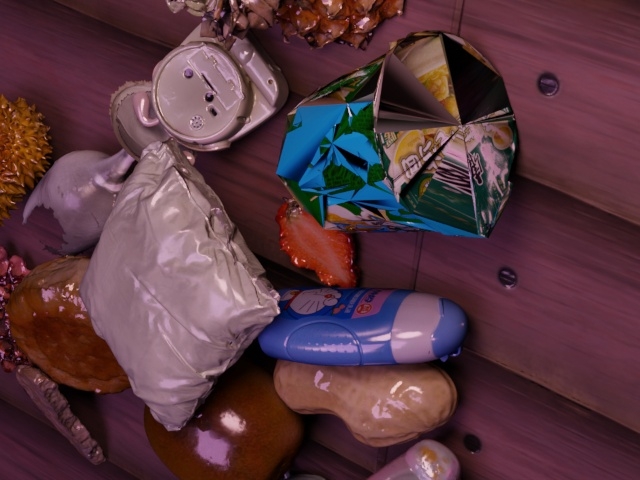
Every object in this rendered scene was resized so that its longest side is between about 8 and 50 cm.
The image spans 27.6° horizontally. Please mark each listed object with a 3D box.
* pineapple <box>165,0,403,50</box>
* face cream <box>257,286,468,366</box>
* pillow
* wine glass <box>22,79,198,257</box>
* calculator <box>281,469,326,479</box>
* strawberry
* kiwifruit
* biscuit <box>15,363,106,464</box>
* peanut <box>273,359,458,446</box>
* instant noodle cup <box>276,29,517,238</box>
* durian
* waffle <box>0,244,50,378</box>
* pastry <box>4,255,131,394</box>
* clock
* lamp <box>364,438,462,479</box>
[{"bbox_3d":[-0.060,-0.309,1.456,0.262,0.272,0.262,16,118,33],"label":"pineapple"},{"bbox_3d":[0.056,0.108,1.626,0.264,0.149,0.083,0,116,26],"label":"face cream"},{"bbox_3d":[-0.190,0.071,1.677,0.283,0.138,0.310,52,130,23],"label":"pillow"},{"bbox_3d":[-0.301,-0.089,1.833,0.143,0.143,0.321,55,134,5],"label":"wine glass"},{"bbox_3d":[-0.011,0.442,1.896,0.141,0.045,0.246,-19,97,41],"label":"calculator"},{"bbox_3d":[0.001,-0.002,1.696,0.104,0.048,0.152,-23,110,35],"label":"strawberry"},{"bbox_3d":[-0.140,0.251,1.818,0.234,0.196,0.196,41,129,24],"label":"kiwifruit"},{"bbox_3d":[-0.431,0.264,2.092,0.133,0.032,0.250,31,155,36],"label":"biscuit"},{"bbox_3d":[0.052,0.198,1.698,0.274,0.111,0.125,11,93,37],"label":"peanut"},{"bbox_3d":[0.085,-0.106,1.480,0.178,0.240,0.240,-12,101,48],"label":"instant noodle cup"},{"bbox_3d":[-0.481,-0.116,1.956,0.250,0.138,0.183,-23,93,50],"label":"durian"},{"bbox_3d":[-0.499,0.122,2.131,0.234,0.055,0.221,42,128,9],"label":"waffle"},{"bbox_3d":[-0.341,0.119,1.928,0.257,0.121,0.235,0,134,23],"label":"pastry"},{"bbox_3d":[-0.148,-0.188,1.672,0.191,0.062,0.151,-39,84,14],"label":"clock"},{"bbox_3d":[0.155,0.433,1.678,0.301,0.247,0.247,53,162,15],"label":"lamp"}]
